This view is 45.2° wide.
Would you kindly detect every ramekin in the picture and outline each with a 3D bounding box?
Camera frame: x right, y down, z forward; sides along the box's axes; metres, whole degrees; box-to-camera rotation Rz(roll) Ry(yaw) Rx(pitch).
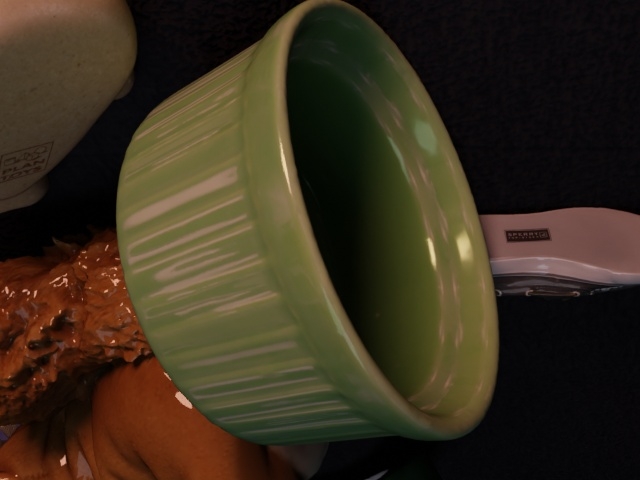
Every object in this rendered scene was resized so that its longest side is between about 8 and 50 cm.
[{"bbox_3d":[0.000,0.000,0.550,0.148,0.303,0.303,-19,130,28],"label":"ramekin"}]

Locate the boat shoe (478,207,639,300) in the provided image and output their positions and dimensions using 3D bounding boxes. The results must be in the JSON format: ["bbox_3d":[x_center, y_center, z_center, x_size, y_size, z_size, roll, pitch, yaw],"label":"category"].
[{"bbox_3d":[0.212,0.024,0.713,0.229,0.080,0.076,-2,139,4],"label":"boat shoe"}]

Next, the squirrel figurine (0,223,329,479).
[{"bbox_3d":[-0.200,0.156,0.762,0.371,0.281,0.397,-16,117,29],"label":"squirrel figurine"}]

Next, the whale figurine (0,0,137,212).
[{"bbox_3d":[-0.243,-0.117,0.553,0.216,0.141,0.272,-25,164,-35],"label":"whale figurine"}]

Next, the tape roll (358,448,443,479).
[{"bbox_3d":[0.002,0.356,0.896,0.321,0.077,0.321,-27,166,-7],"label":"tape roll"}]

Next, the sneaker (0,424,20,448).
[{"bbox_3d":[-0.337,0.273,0.956,0.087,0.083,0.221,-19,132,11],"label":"sneaker"}]
